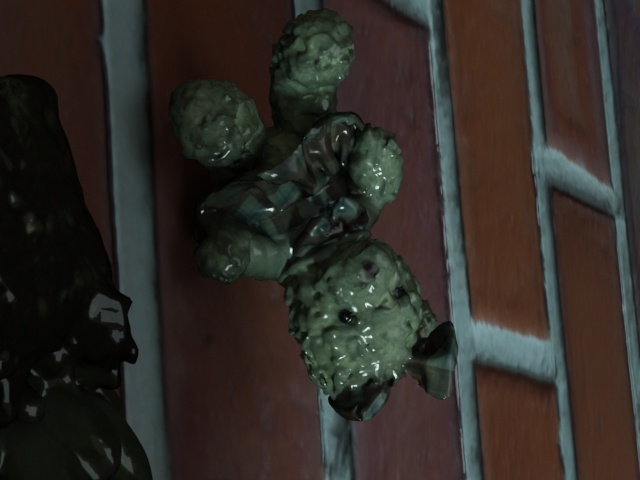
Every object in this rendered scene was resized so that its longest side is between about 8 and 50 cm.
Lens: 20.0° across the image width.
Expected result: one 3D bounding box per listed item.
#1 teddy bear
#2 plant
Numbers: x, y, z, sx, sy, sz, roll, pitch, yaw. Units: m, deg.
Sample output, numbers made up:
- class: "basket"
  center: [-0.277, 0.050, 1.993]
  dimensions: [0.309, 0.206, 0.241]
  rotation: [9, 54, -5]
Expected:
- class: "teddy bear"
  center: [-0.010, -0.006, 0.976]
  dimensions: [0.133, 0.111, 0.213]
  rotation: [-27, 99, -20]
- class: "plant"
  center: [-0.140, 0.037, 0.654]
  dimensions: [0.132, 0.129, 0.194]
  rotation: [-5, 83, -63]
